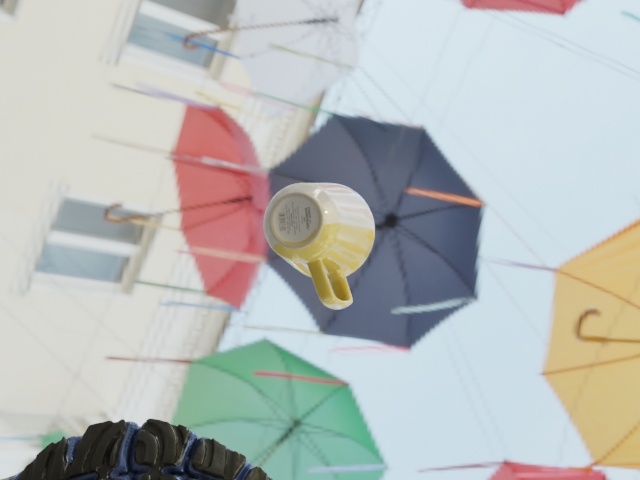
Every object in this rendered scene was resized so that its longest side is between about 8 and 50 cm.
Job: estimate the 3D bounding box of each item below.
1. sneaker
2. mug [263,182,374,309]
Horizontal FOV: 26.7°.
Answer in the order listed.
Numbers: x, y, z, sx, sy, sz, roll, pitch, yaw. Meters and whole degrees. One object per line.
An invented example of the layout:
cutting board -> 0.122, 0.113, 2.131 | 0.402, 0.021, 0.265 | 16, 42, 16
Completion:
sneaker -> -0.114, 0.140, 0.620 | 0.221, 0.087, 0.083 | -10, -124, 18
mug -> 0.001, -0.004, 0.828 | 0.078, 0.064, 0.062 | 41, -83, 18
